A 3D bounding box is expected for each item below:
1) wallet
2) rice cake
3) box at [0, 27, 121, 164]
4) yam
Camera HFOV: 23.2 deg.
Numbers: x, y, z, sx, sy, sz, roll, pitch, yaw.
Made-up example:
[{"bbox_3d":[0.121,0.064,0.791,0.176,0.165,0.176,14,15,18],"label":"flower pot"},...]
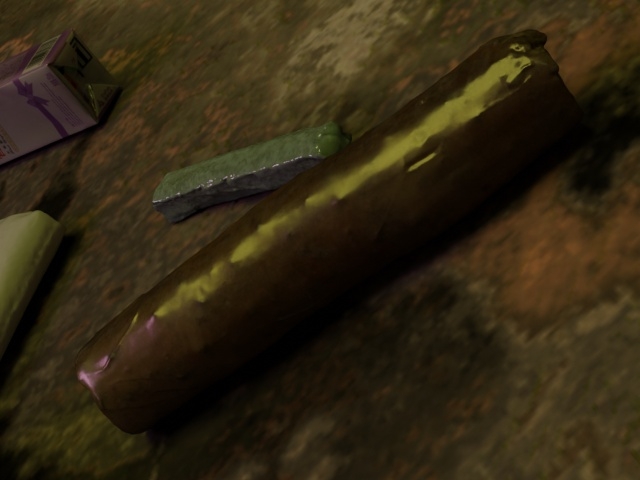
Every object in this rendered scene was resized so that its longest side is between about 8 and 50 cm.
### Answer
[{"bbox_3d":[-0.197,0.064,0.794,0.095,0.033,0.190,-17,40,40],"label":"wallet"},{"bbox_3d":[-0.034,-0.032,0.728,0.121,0.021,0.022,-15,47,43],"label":"rice cake"},{"bbox_3d":[-0.177,-0.080,0.925,0.117,0.050,0.036,-19,32,38],"label":"box"},{"bbox_3d":[0.000,0.000,0.625,0.241,0.057,0.057,-37,32,16],"label":"yam"}]
